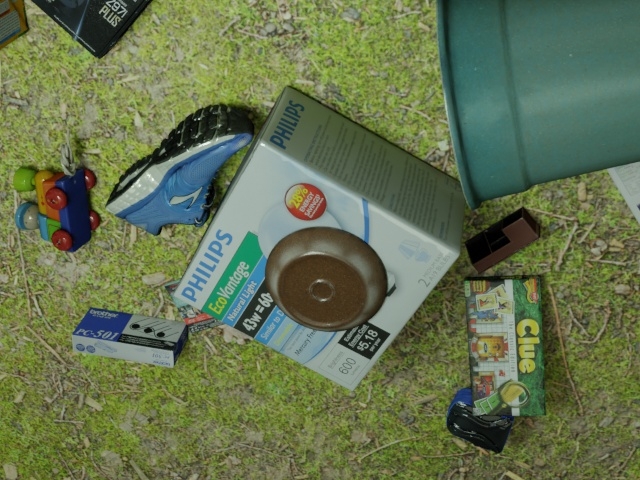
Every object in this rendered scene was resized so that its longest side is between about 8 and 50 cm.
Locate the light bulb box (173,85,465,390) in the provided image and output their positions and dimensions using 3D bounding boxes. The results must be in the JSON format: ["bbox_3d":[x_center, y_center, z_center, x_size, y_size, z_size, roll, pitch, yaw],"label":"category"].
[{"bbox_3d":[0.000,0.000,1.603,0.361,0.225,0.358,28,122,-7],"label":"light bulb box"}]

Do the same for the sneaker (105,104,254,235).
[{"bbox_3d":[-0.225,-0.115,1.658,0.330,0.129,0.147,-32,121,33],"label":"sneaker"}]

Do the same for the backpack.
[{"bbox_3d":[0.305,0.339,1.814,0.120,0.101,0.097,16,115,9],"label":"backpack"}]

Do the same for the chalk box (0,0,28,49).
[{"bbox_3d":[-0.657,-0.405,1.530,0.289,0.180,0.179,5,121,11],"label":"chalk box"}]

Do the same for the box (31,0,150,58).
[{"bbox_3d":[-0.373,-0.412,1.522,0.180,0.077,0.147,42,119,-14],"label":"box"}]

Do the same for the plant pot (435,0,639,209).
[{"bbox_3d":[0.355,-0.232,1.316,0.334,0.341,0.341,-8,119,16],"label":"plant pot"}]

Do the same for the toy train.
[{"bbox_3d":[-0.500,-0.108,1.728,0.144,0.105,0.247,14,123,20],"label":"toy train"}]

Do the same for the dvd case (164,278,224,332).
[{"bbox_3d":[-0.243,0.124,1.855,0.087,0.013,0.119,-17,117,21],"label":"dvd case"}]

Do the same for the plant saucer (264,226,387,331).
[{"bbox_3d":[0.005,0.072,1.490,0.199,0.036,0.198,5,120,8],"label":"plant saucer"}]

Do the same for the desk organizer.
[{"bbox_3d":[0.314,0.000,1.640,0.130,0.047,0.050,-34,106,27],"label":"desk organizer"}]

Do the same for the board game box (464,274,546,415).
[{"bbox_3d":[0.336,0.193,1.712,0.136,0.030,0.259,-4,100,10],"label":"board game box"}]

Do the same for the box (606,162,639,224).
[{"bbox_3d":[0.582,-0.135,1.496,0.232,0.058,0.322,-27,113,25],"label":"box"}]

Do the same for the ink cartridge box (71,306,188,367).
[{"bbox_3d":[-0.377,0.192,1.875,0.207,0.097,0.046,8,122,8],"label":"ink cartridge box"}]
